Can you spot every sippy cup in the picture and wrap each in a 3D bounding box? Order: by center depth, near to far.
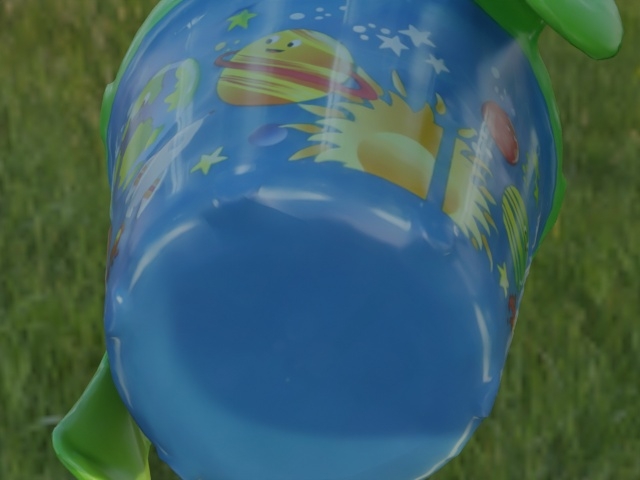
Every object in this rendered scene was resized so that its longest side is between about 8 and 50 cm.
[{"bbox_3d":[0.000,0.000,0.831,0.240,0.305,0.224,6,28,1],"label":"sippy cup"}]
